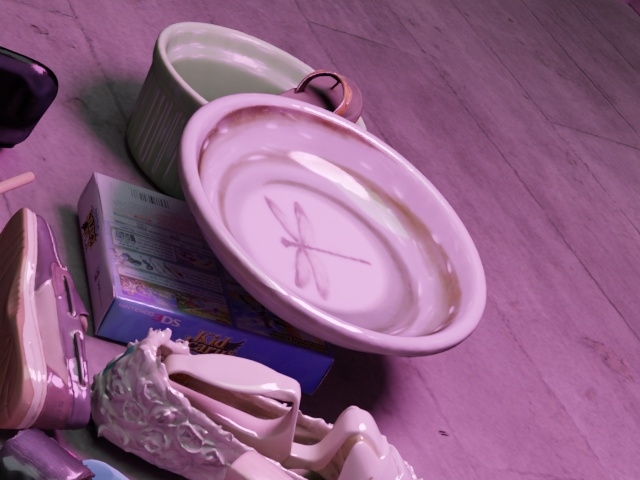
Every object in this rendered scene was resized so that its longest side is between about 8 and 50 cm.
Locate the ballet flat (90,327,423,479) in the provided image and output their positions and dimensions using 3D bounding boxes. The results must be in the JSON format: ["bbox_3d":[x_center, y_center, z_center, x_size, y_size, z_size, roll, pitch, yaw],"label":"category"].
[{"bbox_3d":[-0.028,0.205,1.599,0.409,0.147,0.147,24,26,-14],"label":"ballet flat"}]

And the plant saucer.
[{"bbox_3d":[0.000,0.000,1.866,0.400,0.100,0.400,24,35,-18],"label":"plant saucer"}]

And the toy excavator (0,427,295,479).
[{"bbox_3d":[-0.153,0.294,1.232,0.222,0.445,0.433,36,67,10],"label":"toy excavator"}]

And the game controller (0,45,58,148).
[{"bbox_3d":[-0.460,-0.197,1.842,0.319,0.166,0.067,20,48,-22],"label":"game controller"}]

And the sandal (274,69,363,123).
[{"bbox_3d":[-0.002,-0.185,2.074,0.090,0.060,0.219,39,27,17],"label":"sandal"}]

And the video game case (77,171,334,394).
[{"bbox_3d":[-0.135,0.048,1.852,0.269,0.061,0.244,18,28,-25],"label":"video game case"}]

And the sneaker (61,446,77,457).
[{"bbox_3d":[-0.278,0.266,1.258,0.103,0.111,0.252,35,47,29],"label":"sneaker"}]

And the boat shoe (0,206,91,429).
[{"bbox_3d":[-0.276,0.082,1.605,0.092,0.103,0.285,22,30,-28],"label":"boat shoe"}]

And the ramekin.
[{"bbox_3d":[-0.105,-0.141,2.132,0.303,0.148,0.303,24,26,-13],"label":"ramekin"}]

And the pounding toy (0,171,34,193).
[{"bbox_3d":[-0.410,-0.075,1.762,0.181,0.094,0.206,23,35,-26],"label":"pounding toy"}]
